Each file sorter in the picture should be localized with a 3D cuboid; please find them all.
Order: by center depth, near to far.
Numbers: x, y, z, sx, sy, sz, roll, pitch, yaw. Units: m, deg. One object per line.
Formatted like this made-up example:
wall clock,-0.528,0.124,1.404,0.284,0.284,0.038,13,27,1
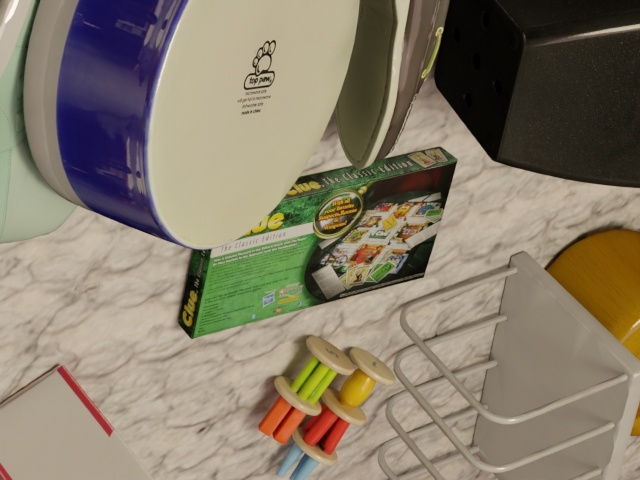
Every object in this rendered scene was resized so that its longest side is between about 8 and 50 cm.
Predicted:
file sorter,0.171,0.194,1.857,0.173,0.193,0.278,-18,136,-27

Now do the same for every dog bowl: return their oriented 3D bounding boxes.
dog bowl,-0.083,-0.131,1.307,0.265,0.104,0.265,-46,148,-39

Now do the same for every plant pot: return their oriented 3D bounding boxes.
plant pot,0.202,-0.160,1.574,0.167,0.188,0.187,-7,131,-22

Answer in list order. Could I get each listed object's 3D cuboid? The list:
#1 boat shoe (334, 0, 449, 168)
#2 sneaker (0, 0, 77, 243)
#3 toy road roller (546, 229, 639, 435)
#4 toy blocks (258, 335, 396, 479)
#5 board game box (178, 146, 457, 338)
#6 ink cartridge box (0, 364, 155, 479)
boat shoe,0.064,-0.160,1.510,0.068,0.081,0.228,-13,130,-30
sneaker,-0.209,-0.106,1.302,0.151,0.094,0.256,-7,130,-44
toy road roller,0.380,0.055,1.920,0.329,0.202,0.240,-48,132,7
toy blocks,-0.011,0.168,1.773,0.123,0.054,0.148,18,112,-51
board game box,0.000,0.000,1.647,0.259,0.030,0.136,-13,135,-35
ink cartridge box,-0.180,0.245,1.589,0.100,0.172,0.237,-35,142,-13
